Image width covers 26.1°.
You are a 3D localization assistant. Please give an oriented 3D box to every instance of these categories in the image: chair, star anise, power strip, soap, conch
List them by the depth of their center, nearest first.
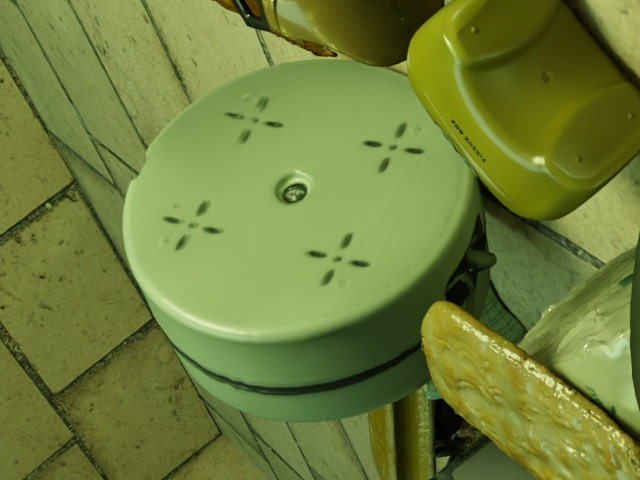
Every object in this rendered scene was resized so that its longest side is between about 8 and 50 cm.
[{"bbox_3d":[-0.012,-0.266,1.075,0.172,0.158,0.247,30,152,48],"label":"chair"},{"bbox_3d":[0.000,0.000,1.319,0.357,0.357,0.161,40,162,35],"label":"power strip"},{"bbox_3d":[0.179,0.146,1.540,0.137,0.114,0.234,31,151,21],"label":"conch"},{"bbox_3d":[0.102,0.211,1.773,0.140,0.073,0.232,-115,17,-57],"label":"soap"},{"bbox_3d":[0.193,0.270,1.817,0.230,0.081,0.262,35,146,45],"label":"star anise"}]

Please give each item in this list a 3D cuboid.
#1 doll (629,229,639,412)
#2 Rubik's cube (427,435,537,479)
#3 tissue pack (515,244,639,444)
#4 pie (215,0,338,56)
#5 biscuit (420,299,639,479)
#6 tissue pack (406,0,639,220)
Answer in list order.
[{"bbox_3d":[0.285,0.071,0.634,0.382,0.378,0.252,49,148,-4],"label":"doll"},{"bbox_3d":[0.219,0.399,1.515,0.304,0.301,0.305,46,147,21],"label":"Rubik's cube"},{"bbox_3d":[0.328,0.176,0.994,0.380,0.207,0.297,52,165,2],"label":"tissue pack"},{"bbox_3d":[-0.075,-0.297,1.319,0.308,0.085,0.308,42,161,18],"label":"pie"},{"bbox_3d":[0.151,0.128,0.957,0.247,0.029,0.118,36,154,43],"label":"biscuit"},{"bbox_3d":[0.150,-0.106,1.032,0.178,0.123,0.127,51,165,0],"label":"tissue pack"}]
